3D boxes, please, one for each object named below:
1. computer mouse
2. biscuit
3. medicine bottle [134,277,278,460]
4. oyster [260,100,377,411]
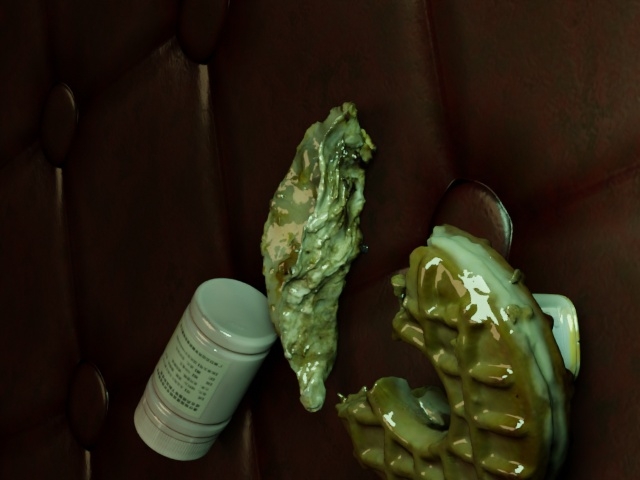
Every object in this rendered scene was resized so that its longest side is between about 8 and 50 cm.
[{"bbox_3d":[0.221,0.110,1.690,0.199,0.045,0.102,-7,87,55],"label":"computer mouse"},{"bbox_3d":[0.154,0.173,1.663,0.268,0.115,0.366,48,143,23],"label":"biscuit"},{"bbox_3d":[-0.160,0.183,2.149,0.133,0.133,0.249,59,134,38],"label":"medicine bottle"},{"bbox_3d":[-0.009,0.006,1.993,0.204,0.111,0.396,-139,57,-68],"label":"oyster"}]
